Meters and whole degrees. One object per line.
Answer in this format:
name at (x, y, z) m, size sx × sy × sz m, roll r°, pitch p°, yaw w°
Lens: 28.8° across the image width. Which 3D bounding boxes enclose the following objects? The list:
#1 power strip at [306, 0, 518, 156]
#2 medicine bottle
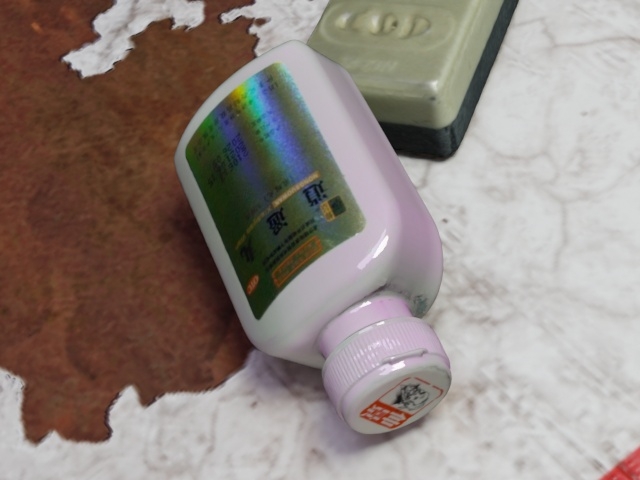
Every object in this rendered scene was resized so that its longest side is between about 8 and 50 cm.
power strip at (0.075, -0.173, 0.826) m, size 0.105 × 0.070 × 0.257 m, roll 10°, pitch 54°, yaw 23°
medicine bottle at (0.000, 0.000, 0.684) m, size 0.115 × 0.078 × 0.219 m, roll -41°, pitch 53°, yaw 20°
